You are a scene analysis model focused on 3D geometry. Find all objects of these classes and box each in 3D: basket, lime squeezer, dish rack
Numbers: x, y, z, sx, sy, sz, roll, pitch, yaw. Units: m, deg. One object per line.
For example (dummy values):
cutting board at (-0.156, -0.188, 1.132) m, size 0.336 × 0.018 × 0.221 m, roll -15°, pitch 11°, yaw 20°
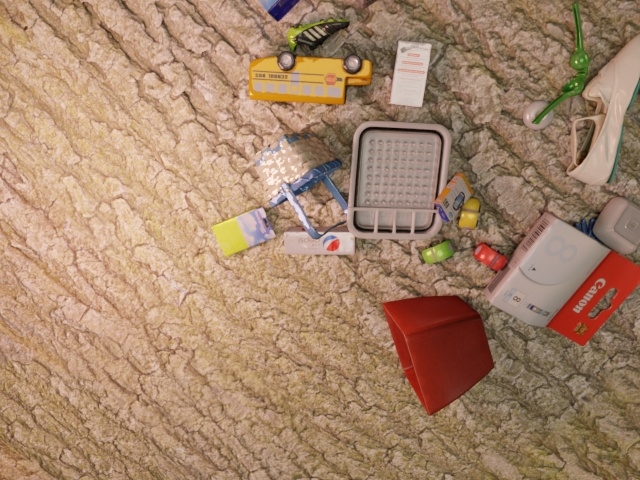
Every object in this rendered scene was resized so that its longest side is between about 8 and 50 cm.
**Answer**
basket at (-0.031, -0.155, 1.378) m, size 0.201 × 0.254 × 0.289 m, roll -37°, pitch 86°, yaw 28°
lime squeezer at (0.665, -0.459, 1.319) m, size 0.109 × 0.059 × 0.310 m, roll 13°, pitch 106°, yaw -1°
dish rack at (0.218, -0.172, 1.414) m, size 0.285 × 0.072 × 0.333 m, roll 1°, pitch 106°, yaw -8°

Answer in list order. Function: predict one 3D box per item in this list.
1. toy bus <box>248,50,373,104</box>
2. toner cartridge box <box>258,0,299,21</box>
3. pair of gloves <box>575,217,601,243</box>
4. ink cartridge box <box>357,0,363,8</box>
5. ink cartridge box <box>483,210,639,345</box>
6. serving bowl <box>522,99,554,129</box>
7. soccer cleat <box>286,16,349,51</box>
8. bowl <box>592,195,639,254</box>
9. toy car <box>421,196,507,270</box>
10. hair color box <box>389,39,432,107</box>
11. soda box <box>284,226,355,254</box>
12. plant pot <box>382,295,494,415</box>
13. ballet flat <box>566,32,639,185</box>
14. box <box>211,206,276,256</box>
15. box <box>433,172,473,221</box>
toy bus at (-0.025, -0.448, 1.357) m, size 0.332 × 0.108 × 0.130 m, roll 4°, pitch 107°, yaw 4°
toner cartridge box at (-0.020, -0.722, 1.251) m, size 0.348 × 0.165 × 0.075 m, roll -40°, pitch 98°, yaw 13°
pair of gloves at (0.744, 0.021, 1.469) m, size 0.198 × 0.023 × 0.159 m, roll -13°, pitch 104°, yaw 8°
ink cartridge box at (0.151, -0.668, 1.229) m, size 0.153 × 0.208 × 0.087 m, roll -26°, pitch 105°, yaw 12°
ink cartridge box at (0.734, 0.137, 1.450) m, size 0.385 × 0.091 × 0.308 m, roll 29°, pitch 109°, yaw -7°
serving bowl at (0.612, -0.350, 1.372) m, size 0.083 × 0.027 × 0.083 m, roll 2°, pitch 106°, yaw 6°
soccer cleat at (-0.004, -0.568, 1.353) m, size 0.178 × 0.060 × 0.072 m, roll -7°, pitch 115°, yaw 13°
bowl at (0.873, -0.044, 1.404) m, size 0.142 × 0.053 × 0.142 m, roll 34°, pitch 88°, yaw -3°
toy car at (0.410, 0.014, 1.464) m, size 0.225 × 0.053 × 0.239 m, roll -25°, pitch 90°, yaw 18°
hair color box at (0.248, -0.459, 1.360) m, size 0.093 × 0.053 × 0.167 m, roll 8°, pitch 108°, yaw 4°
soda box at (0.000, 0.000, 1.504) m, size 0.216 × 0.069 × 0.074 m, roll 0°, pitch 106°, yaw 6°
plant pot at (0.359, 0.308, 1.473) m, size 0.235 × 0.267 × 0.267 m, roll -20°, pitch 104°, yaw -2°
ballet flat at (0.757, -0.344, 1.316) m, size 0.139 × 0.139 × 0.400 m, roll 7°, pitch 110°, yaw 3°
box at (-0.236, -0.031, 1.528) m, size 0.178 × 0.042 × 0.109 m, roll -21°, pitch 104°, yaw 10°
box at (0.379, -0.119, 1.413) m, size 0.136 × 0.028 × 0.081 m, roll -48°, pitch 126°, yaw -11°
